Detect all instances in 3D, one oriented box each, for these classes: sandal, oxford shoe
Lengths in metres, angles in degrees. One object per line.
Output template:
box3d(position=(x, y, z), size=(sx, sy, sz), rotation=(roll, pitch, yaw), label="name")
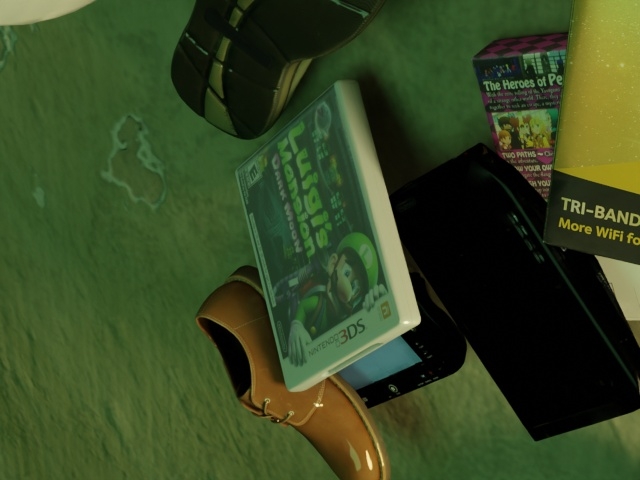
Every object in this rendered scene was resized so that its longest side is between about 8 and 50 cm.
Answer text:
box3d(position=(-0.027, -0.176, 1.159), size=(0.120, 0.086, 0.303), rotation=(44, 150, -3), label="sandal")
box3d(position=(-0.026, 0.126, 1.291), size=(0.212, 0.076, 0.076), rotation=(51, 142, -2), label="oxford shoe")

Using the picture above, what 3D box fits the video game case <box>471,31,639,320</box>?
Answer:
box3d(position=(0.232, -0.043, 1.074), size=(0.232, 0.042, 0.210), rotation=(-2, 117, 37), label="video game case")

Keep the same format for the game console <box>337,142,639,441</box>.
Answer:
box3d(position=(0.085, 0.070, 1.221), size=(0.213, 0.044, 0.361), rotation=(56, 144, -3), label="game console")

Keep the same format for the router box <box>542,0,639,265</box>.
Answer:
box3d(position=(0.296, -0.084, 0.919), size=(0.309, 0.081, 0.243), rotation=(13, 122, 18), label="router box")

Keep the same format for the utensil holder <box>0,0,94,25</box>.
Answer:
box3d(position=(-0.153, -0.345, 0.946), size=(0.327, 0.327, 0.385), rotation=(52, 145, -3), label="utensil holder")

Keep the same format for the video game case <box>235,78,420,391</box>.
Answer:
box3d(position=(0.000, 0.000, 1.210), size=(0.173, 0.022, 0.190), rotation=(-36, 63, 53), label="video game case")
